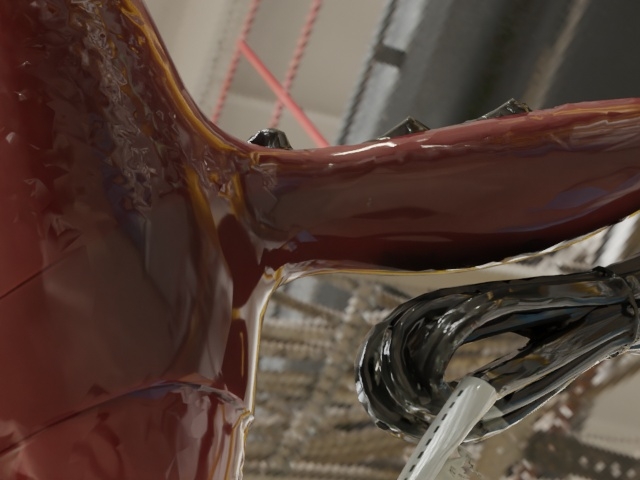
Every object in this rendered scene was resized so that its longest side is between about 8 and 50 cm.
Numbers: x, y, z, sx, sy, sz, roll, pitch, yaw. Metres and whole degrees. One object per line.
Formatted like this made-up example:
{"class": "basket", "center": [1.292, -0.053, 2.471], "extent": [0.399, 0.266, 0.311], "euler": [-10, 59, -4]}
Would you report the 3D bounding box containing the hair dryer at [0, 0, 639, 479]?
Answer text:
{"class": "hair dryer", "center": [0.000, 0.000, 0.376], "extent": [0.293, 0.080, 0.223], "euler": [41, -125, -5]}
